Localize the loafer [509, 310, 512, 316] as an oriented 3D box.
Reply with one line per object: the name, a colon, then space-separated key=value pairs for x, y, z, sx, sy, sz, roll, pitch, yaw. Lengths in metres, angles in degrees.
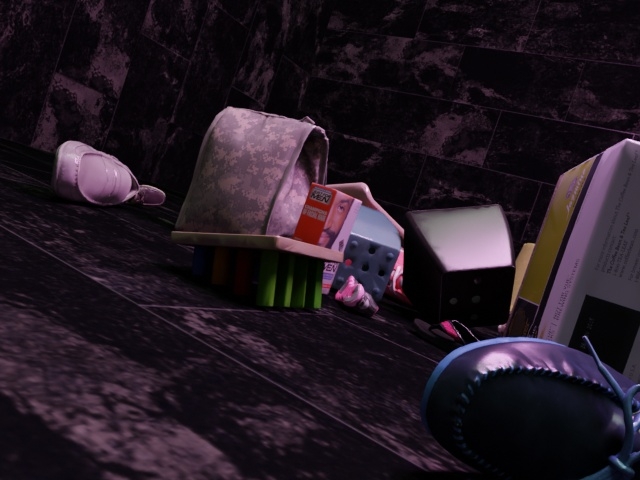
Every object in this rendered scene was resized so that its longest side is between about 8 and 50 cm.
loafer: x=0.494 y=0.207 z=1.269 sx=0.087 sy=0.094 sz=0.251 roll=-6 pitch=-2 yaw=-11

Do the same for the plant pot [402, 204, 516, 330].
plant pot: x=0.261 y=0.059 z=1.014 sx=0.187 sy=0.188 sz=0.167 roll=-5 pitch=30 yaw=-2

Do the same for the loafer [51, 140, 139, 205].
loafer: x=-0.418 y=-0.120 z=1.049 sx=0.111 sy=0.112 sz=0.319 roll=10 pitch=3 yaw=-8

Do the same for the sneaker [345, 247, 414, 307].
sneaker: x=0.185 y=0.080 z=1.214 sx=0.314 sy=0.116 sz=0.136 roll=19 pitch=5 yaw=19

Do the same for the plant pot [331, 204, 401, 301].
plant pot: x=0.058 y=0.019 z=1.086 sx=0.165 sy=0.165 sz=0.234 roll=18 pitch=9 yaw=-15

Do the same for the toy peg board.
toy peg board: x=-0.080 y=0.041 z=0.699 sx=0.161 sy=0.079 sz=0.161 roll=2 pitch=-7 yaw=30

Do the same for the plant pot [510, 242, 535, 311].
plant pot: x=0.666 y=0.152 z=1.671 sx=0.276 sy=0.253 sz=0.276 roll=19 pitch=2 yaw=-1

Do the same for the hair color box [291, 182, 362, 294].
hair color box: x=0.000 y=0.000 z=0.893 sx=0.053 sy=0.167 sz=0.093 roll=20 pitch=3 yaw=30

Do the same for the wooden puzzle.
wooden puzzle: x=0.099 y=0.001 z=1.427 sx=0.348 sy=0.080 sz=0.322 roll=46 pitch=-24 yaw=-29

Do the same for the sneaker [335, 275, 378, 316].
sneaker: x=0.061 y=0.093 z=0.875 sx=0.057 sy=0.047 sz=0.119 roll=35 pitch=3 yaw=-10

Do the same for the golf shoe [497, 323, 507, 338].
golf shoe: x=0.410 y=0.195 z=1.121 sx=0.186 sy=0.067 sz=0.086 roll=12 pitch=-25 yaw=-37

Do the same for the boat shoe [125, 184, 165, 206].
boat shoe: x=-0.438 y=-0.105 z=1.301 sx=0.152 sy=0.056 sz=0.049 roll=7 pitch=13 yaw=-30

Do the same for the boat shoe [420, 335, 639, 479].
boat shoe: x=0.186 y=0.123 z=0.334 sx=0.258 sy=0.109 sz=0.089 roll=16 pitch=7 yaw=-20

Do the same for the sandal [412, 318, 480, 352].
sandal: x=0.199 y=0.140 z=0.782 sx=0.067 sy=0.040 sz=0.179 roll=18 pitch=3 yaw=-29

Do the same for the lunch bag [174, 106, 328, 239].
lunch bag: x=-0.122 y=-0.112 z=1.089 sx=0.235 sy=0.287 sz=0.169 roll=20 pitch=2 yaw=32

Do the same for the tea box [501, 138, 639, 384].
tea box: x=0.432 y=0.068 z=0.795 sx=0.220 sy=0.329 sz=0.323 roll=19 pitch=3 yaw=9
